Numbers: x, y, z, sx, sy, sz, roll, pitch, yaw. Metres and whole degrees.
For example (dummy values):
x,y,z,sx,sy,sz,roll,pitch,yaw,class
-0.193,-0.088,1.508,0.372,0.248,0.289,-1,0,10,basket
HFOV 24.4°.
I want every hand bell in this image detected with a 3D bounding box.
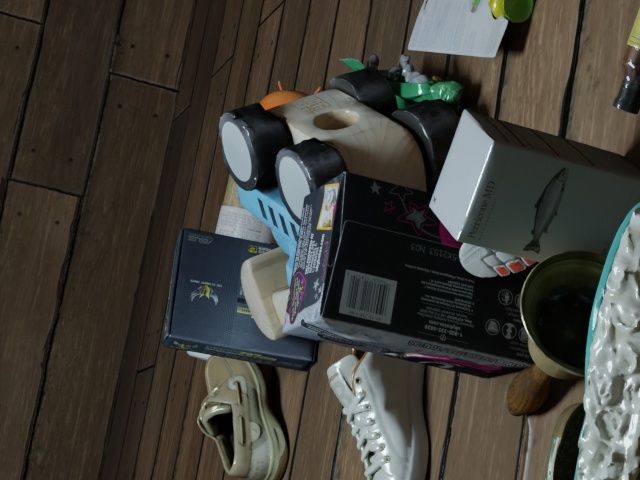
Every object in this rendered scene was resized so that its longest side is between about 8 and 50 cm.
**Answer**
x,y,z,sx,sy,sz,roll,pitch,yaw,class
0.220,0.119,1.430,0.242,0.126,0.126,111,166,-61,hand bell

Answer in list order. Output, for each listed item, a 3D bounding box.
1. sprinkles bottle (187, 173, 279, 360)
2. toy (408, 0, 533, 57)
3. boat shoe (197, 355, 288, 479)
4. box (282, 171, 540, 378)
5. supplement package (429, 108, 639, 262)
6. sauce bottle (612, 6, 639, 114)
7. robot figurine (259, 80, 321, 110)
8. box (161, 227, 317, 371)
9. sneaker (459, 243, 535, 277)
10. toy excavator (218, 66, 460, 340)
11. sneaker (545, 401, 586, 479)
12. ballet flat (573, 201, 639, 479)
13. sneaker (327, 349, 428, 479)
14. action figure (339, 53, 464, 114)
x,y,z,sx,sy,sz,roll,pitch,yaw,class
-0.137,0.039,2.568,0.121,0.121,0.355,178,105,-73,sprinkles bottle
0.199,-0.294,1.863,0.237,0.056,0.137,23,95,68,toy
-0.143,0.272,2.360,0.109,0.098,0.302,-68,30,27,boat shoe
0.103,0.044,1.572,0.142,0.247,0.163,150,131,-70,box
0.211,-0.042,1.406,0.105,0.179,0.105,-118,43,-66,supplement package
0.316,-0.186,1.426,0.042,0.042,0.128,-123,47,-68,sauce bottle
-0.056,-0.154,2.459,0.158,0.128,0.219,-174,97,-76,robot figurine
-0.117,0.091,2.271,0.059,0.232,0.183,124,155,-63,box
0.213,-0.014,1.516,0.158,0.061,0.065,-30,6,2,sneaker
0.000,0.000,1.990,0.433,0.222,0.445,35,139,51,toy excavator
0.216,0.246,1.359,0.086,0.064,0.192,158,121,-64,sneaker
0.276,0.175,1.175,0.147,0.147,0.409,-158,79,-73,ballet flat
0.060,0.214,1.800,0.106,0.123,0.290,129,148,-51,sneaker
0.128,-0.203,1.953,0.063,0.137,0.232,-63,26,1,action figure
